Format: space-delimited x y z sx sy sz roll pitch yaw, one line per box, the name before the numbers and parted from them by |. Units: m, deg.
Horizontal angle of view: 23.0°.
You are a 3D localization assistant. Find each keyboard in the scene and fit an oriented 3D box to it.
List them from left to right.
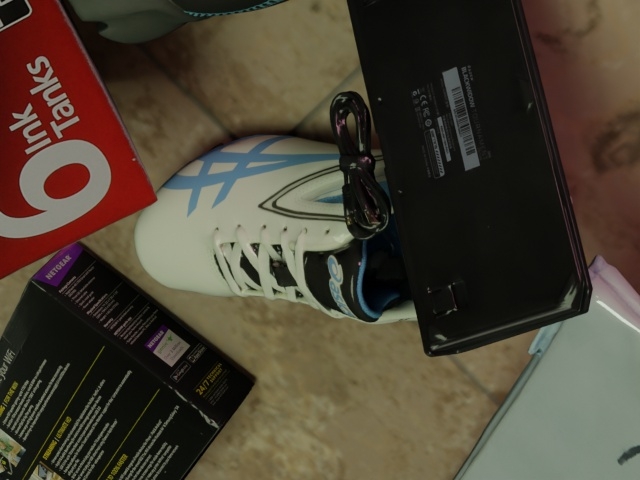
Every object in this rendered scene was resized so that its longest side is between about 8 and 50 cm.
keyboard | 0.049 -0.044 0.656 0.108 0.023 0.180 -20 74 34

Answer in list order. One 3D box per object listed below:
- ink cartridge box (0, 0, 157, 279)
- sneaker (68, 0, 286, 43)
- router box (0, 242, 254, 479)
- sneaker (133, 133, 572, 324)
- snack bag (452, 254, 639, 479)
ink cartridge box | -0.258 -0.098 0.653 0.272 0.130 0.309 -27 128 -3
sneaker | -0.075 -0.243 0.598 0.139 0.125 0.341 -8 126 22
router box | -0.133 0.102 0.917 0.133 0.046 0.179 38 133 2
sneaker | 0.000 0.000 0.738 0.237 0.086 0.085 -3 122 34
snack bag | 0.190 0.200 0.724 0.342 0.037 0.323 45 149 16
